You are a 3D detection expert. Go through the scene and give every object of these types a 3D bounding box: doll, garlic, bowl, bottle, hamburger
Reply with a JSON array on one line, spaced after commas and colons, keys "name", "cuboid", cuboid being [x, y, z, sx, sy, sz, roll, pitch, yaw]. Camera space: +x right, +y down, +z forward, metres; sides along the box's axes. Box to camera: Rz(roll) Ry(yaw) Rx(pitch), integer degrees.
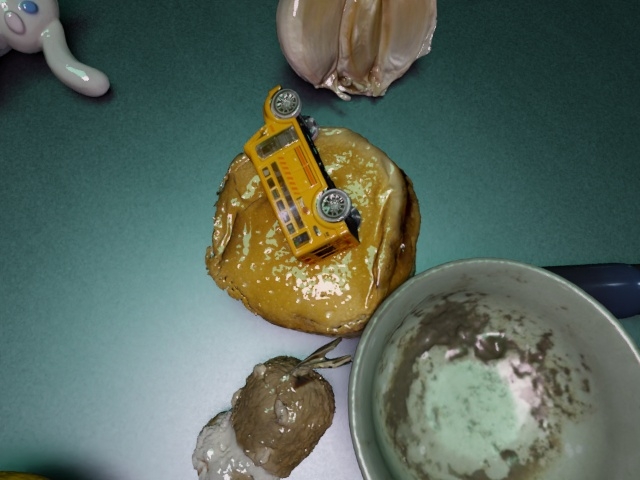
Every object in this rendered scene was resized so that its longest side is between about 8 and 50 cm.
[{"name": "doll", "cuboid": [-0.448, -0.279, 0.621, 0.311, 0.159, 0.243, 44, 61, -14]}, {"name": "garlic", "cuboid": [0.037, -0.307, 0.652, 0.229, 0.178, 0.143, -13, 42, -25]}, {"name": "bowl", "cuboid": [0.167, 0.175, 0.477, 0.288, 0.146, 0.290, 0, 68, -1]}, {"name": "doll", "cuboid": [-0.047, 0.183, 0.491, 0.221, 0.114, 0.105, -57, 39, 8]}, {"name": "bottle", "cuboid": [0.317, 0.065, 0.583, 0.244, 0.082, 0.072, -2, 118, -3]}, {"name": "hamburger", "cuboid": [0.000, 0.000, 0.541, 0.244, 0.163, 0.245, -1, 77, 4]}]

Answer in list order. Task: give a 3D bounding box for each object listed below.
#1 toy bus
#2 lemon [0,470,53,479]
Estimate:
[{"name": "toy bus", "cuboid": [-0.021, -0.062, 0.439, 0.074, 0.069, 0.162, -27, 75, 9]}, {"name": "lemon", "cuboid": [-0.296, 0.313, 0.412, 0.256, 0.188, 0.189, 22, 73, 5]}]
